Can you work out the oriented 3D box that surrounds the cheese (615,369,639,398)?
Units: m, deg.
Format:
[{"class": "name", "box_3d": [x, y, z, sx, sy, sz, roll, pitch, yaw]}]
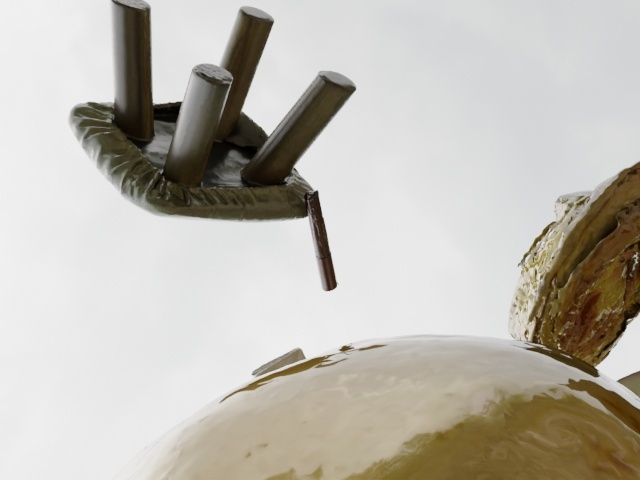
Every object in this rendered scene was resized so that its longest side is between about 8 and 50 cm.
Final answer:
[{"class": "cheese", "box_3d": [0.281, 0.221, 1.114, 0.082, 0.286, 0.163, 44, -130, -5]}]

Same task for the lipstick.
[{"class": "lipstick", "box_3d": [-0.001, 0.000, 1.584, 0.027, 0.027, 0.176, -49, -39, -39]}]

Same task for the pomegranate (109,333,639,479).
[{"class": "pomegranate", "box_3d": [0.017, 0.200, 0.411, 0.343, 0.343, 0.342, 12, -107, -42]}]

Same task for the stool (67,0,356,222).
[{"class": "stool", "box_3d": [-0.156, -0.189, 1.543, 0.310, 0.310, 0.226, -4, -55, -42]}]

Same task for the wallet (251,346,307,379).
[{"class": "wallet", "box_3d": [-0.018, 0.174, 1.105, 0.061, 0.025, 0.122, -29, -83, -14]}]

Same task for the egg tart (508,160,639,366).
[{"class": "egg tart", "box_3d": [0.290, 0.031, 1.194, 0.297, 0.132, 0.297, -34, -38, -32]}]
